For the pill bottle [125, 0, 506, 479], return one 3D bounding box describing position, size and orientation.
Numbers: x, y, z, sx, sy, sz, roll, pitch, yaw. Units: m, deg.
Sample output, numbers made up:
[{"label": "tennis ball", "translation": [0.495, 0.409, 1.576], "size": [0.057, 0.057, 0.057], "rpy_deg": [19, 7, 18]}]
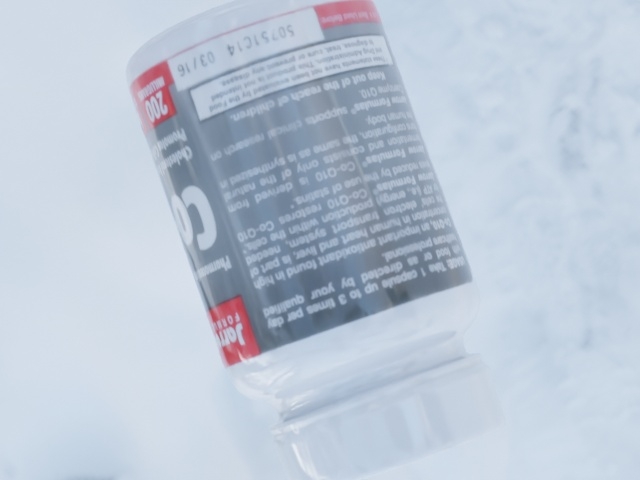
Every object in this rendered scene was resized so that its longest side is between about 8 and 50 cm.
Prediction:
[{"label": "pill bottle", "translation": [0.000, 0.000, 1.084], "size": [0.161, 0.161, 0.283], "rpy_deg": [-23, 84, 38]}]
